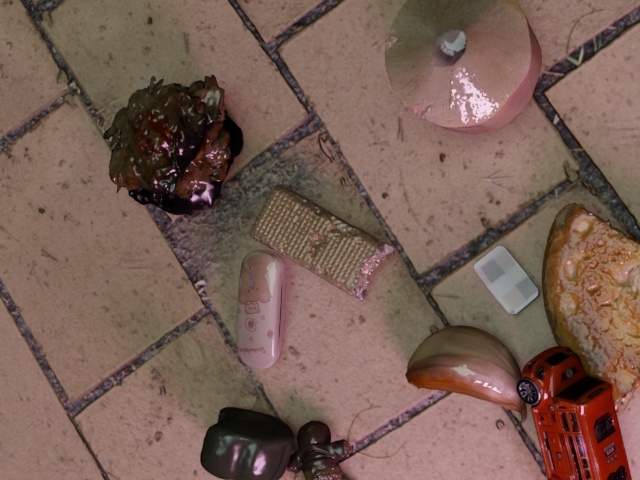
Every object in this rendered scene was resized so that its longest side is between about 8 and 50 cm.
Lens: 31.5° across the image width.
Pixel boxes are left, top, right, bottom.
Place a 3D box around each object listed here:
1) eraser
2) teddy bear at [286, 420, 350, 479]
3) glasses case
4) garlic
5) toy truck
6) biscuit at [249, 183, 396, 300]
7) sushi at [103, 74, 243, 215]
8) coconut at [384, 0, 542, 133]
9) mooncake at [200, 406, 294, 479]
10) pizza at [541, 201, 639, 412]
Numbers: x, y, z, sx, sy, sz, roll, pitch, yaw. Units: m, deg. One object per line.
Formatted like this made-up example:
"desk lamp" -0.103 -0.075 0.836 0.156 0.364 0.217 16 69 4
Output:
"eraser" 0.302 0.064 1.839 0.065 0.026 0.105 -40 76 8
"teddy bear" 0.002 0.379 1.880 0.119 0.078 0.160 -25 81 17
"glasses case" -0.101 0.117 1.930 0.081 0.051 0.204 7 100 25
"garlic" 0.243 0.204 1.803 0.206 0.115 0.128 22 86 14
"toy truck" 0.389 0.289 1.711 0.114 0.107 0.253 -3 105 50
"biscuit" 0.000 0.000 1.916 0.239 0.062 0.108 30 95 16
"sushi" -0.262 -0.166 1.925 0.225 0.219 0.238 0 87 13
"coconut" 0.223 -0.285 1.774 0.239 0.244 0.239 -2 85 17
"mooncake" -0.130 0.338 1.870 0.168 0.175 0.104 25 99 35
"pizza" 0.461 0.094 1.757 0.226 0.086 0.335 -16 81 18
